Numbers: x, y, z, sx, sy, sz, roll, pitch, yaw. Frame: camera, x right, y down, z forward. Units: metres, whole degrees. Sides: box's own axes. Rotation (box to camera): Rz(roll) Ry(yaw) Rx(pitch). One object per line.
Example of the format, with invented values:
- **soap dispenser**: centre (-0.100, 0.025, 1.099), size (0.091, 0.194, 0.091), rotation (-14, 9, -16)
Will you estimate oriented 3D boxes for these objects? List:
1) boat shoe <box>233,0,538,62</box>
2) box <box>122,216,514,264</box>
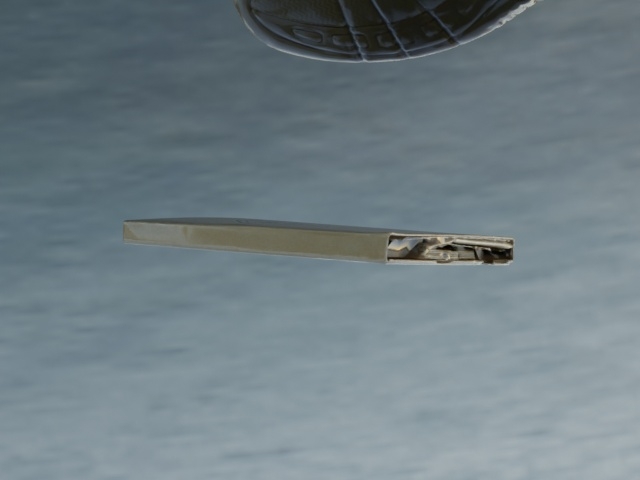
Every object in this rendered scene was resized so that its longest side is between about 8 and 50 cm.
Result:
- **boat shoe**: centre (0.041, -0.087, 0.487), size (0.135, 0.045, 0.050), rotation (-13, 136, 19)
- **box**: centre (0.000, 0.000, 1.158), size (0.201, 0.021, 0.164), rotation (5, -178, 33)
